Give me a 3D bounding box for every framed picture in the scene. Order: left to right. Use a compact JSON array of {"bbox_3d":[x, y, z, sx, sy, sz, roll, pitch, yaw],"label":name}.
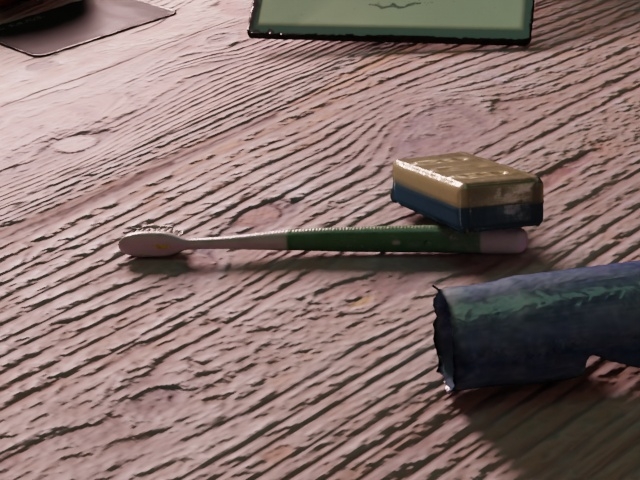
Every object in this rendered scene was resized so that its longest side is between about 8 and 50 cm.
[{"bbox_3d":[0.076,-0.304,1.406,0.244,0.013,0.324,2,57,10],"label":"framed picture"}]

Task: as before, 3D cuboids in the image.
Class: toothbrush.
[{"bbox_3d":[0.000,0.000,0.983,0.257,0.018,0.024,0,20,11],"label":"toothbrush"}]

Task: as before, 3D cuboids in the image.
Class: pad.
[{"bbox_3d":[-0.225,-0.201,1.452,0.157,0.003,0.112,-25,32,-35],"label":"pad"}]

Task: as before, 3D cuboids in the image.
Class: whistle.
[{"bbox_3d":[0.212,0.034,0.829,0.304,0.062,0.062,-7,26,-5],"label":"whistle"}]

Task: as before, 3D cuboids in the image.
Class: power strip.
[{"bbox_3d":[0.089,-0.032,0.987,0.056,0.032,0.123,-6,12,-18],"label":"power strip"}]

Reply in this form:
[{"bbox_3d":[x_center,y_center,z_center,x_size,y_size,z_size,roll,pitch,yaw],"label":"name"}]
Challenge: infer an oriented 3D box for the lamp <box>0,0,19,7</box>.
[{"bbox_3d":[-0.315,-0.297,1.527,0.182,0.140,0.182,-1,44,1],"label":"lamp"}]
